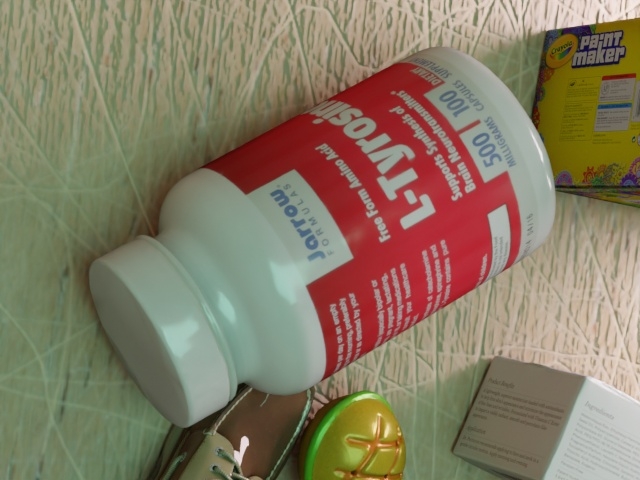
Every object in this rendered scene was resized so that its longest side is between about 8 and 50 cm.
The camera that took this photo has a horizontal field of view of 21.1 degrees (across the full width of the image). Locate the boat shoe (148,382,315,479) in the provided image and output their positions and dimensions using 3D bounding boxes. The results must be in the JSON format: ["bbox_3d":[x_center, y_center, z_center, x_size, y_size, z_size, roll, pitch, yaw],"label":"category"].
[{"bbox_3d":[-0.105,0.249,1.633,0.123,0.116,0.324,42,75,-22],"label":"boat shoe"}]

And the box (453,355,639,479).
[{"bbox_3d":[0.268,0.214,1.775,0.182,0.181,0.119,28,81,-24],"label":"box"}]

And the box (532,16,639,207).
[{"bbox_3d":[0.411,-0.115,1.767,0.279,0.290,0.177,10,87,-26],"label":"box"}]

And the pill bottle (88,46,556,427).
[{"bbox_3d":[0.000,0.000,1.609,0.408,0.229,0.229,-30,105,-22],"label":"pill bottle"}]

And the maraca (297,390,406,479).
[{"bbox_3d":[0.034,0.234,1.715,0.127,0.099,0.185,-29,126,-31],"label":"maraca"}]
